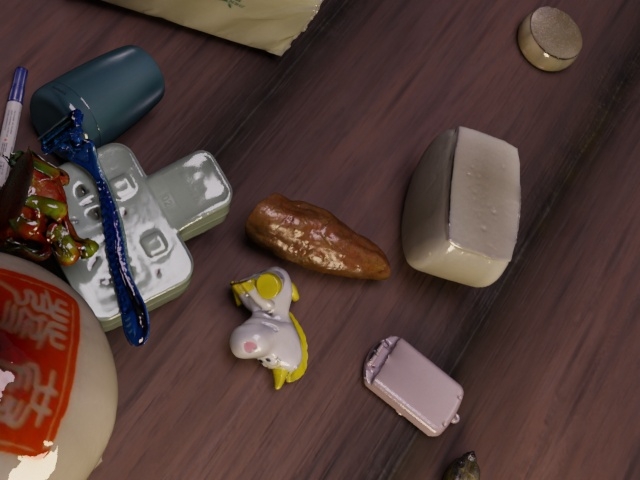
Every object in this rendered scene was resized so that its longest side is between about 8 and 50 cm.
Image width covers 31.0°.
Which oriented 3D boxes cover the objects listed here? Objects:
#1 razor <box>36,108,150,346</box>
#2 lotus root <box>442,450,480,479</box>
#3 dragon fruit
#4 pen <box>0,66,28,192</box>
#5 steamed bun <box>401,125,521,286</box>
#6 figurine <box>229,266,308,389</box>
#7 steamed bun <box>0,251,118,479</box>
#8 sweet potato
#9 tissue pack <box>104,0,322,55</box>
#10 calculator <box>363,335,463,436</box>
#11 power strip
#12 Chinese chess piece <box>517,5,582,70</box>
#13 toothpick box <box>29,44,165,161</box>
[{"bbox_3d":[-0.283,-0.014,1.543,0.056,0.093,0.324,-13,78,-47],"label":"razor"},{"bbox_3d":[0.210,0.359,1.719,0.054,0.049,0.099,27,61,-3],"label":"lotus root"},{"bbox_3d":[-0.370,-0.032,1.504,0.175,0.138,0.142,44,59,-11],"label":"dragon fruit"},{"bbox_3d":[-0.446,-0.160,1.654,0.025,0.025,0.204,13,63,-19],"label":"pen"},{"bbox_3d":[0.219,-0.045,1.828,0.146,0.164,0.241,17,61,-19],"label":"steamed bun"},{"bbox_3d":[-0.070,0.126,1.672,0.130,0.109,0.178,14,65,-44],"label":"figurine"},{"bbox_3d":[-0.426,0.175,1.399,0.375,0.241,0.374,8,65,-18],"label":"steamed bun"},{"bbox_3d":[0.000,0.000,1.754,0.252,0.097,0.097,21,62,-20],"label":"sweet potato"},{"bbox_3d":[-0.182,-0.493,1.808,0.381,0.207,0.297,15,61,-19],"label":"tissue pack"},{"bbox_3d":[0.144,0.222,1.757,0.175,0.032,0.100,39,59,-5],"label":"calculator"},{"bbox_3d":[-0.258,-0.020,1.640,0.261,0.141,0.229,-28,81,-17],"label":"power strip"},{"bbox_3d":[0.423,-0.371,2.127,0.122,0.051,0.122,10,63,-20],"label":"Chinese chess piece"},{"bbox_3d":[-0.319,-0.206,1.678,0.120,0.120,0.184,48,55,0],"label":"toothpick box"}]
